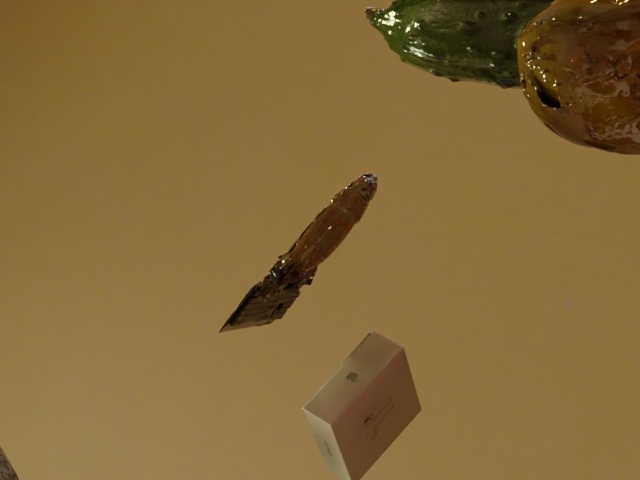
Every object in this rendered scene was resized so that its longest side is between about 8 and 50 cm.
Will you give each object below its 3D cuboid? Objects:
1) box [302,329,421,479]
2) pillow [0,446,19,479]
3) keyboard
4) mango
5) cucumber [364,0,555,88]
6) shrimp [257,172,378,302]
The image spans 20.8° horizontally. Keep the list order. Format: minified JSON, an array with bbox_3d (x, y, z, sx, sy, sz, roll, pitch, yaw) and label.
[{"bbox_3d":[0.049,0.194,2.014,0.129,0.051,0.130,-47,-37,-23],"label":"box"},{"bbox_3d":[-0.301,0.205,1.226,0.076,0.274,0.281,-39,-20,22],"label":"pillow"},{"bbox_3d":[-0.064,0.076,2.023,0.074,0.015,0.196,-56,-14,9],"label":"keyboard"},{"bbox_3d":[0.271,-0.156,1.446,0.249,0.156,0.151,-8,-35,-28],"label":"mango"},{"bbox_3d":[0.161,-0.225,1.844,0.134,0.244,0.134,8,-90,-67],"label":"cucumber"},{"bbox_3d":[0.000,0.000,1.772,0.184,0.043,0.091,-49,5,-29],"label":"shrimp"}]
